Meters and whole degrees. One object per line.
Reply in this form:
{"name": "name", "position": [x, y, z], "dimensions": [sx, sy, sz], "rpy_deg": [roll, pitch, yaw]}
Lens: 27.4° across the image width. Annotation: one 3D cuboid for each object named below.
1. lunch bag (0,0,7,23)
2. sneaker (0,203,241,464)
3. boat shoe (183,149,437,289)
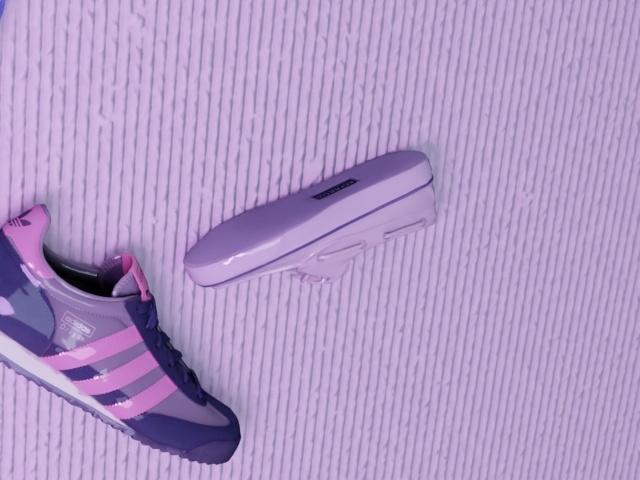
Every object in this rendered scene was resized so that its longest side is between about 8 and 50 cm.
{"name": "lunch bag", "position": [-0.347, -0.149, 0.982], "dimensions": [0.176, 0.090, 0.219], "rpy_deg": [37, 76, -44]}
{"name": "sneaker", "position": [-0.171, 0.090, 1.172], "dimensions": [0.319, 0.112, 0.131], "rpy_deg": [35, 95, -32]}
{"name": "boat shoe", "position": [0.000, 0.000, 1.228], "dimensions": [0.258, 0.095, 0.084], "rpy_deg": [-23, 113, -15]}
